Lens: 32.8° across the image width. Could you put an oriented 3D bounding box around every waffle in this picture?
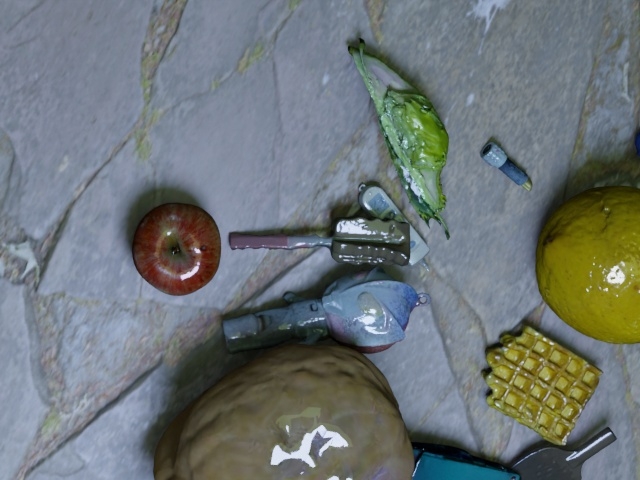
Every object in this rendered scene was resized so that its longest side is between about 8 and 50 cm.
[{"bbox_3d":[0.376,0.250,1.923,0.210,0.055,0.161,30,86,-16],"label":"waffle"}]

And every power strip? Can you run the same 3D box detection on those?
[{"bbox_3d":[0.129,-0.020,1.856,0.047,0.030,0.191,-42,102,-9],"label":"power strip"}]

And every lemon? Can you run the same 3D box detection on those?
[{"bbox_3d":[0.504,0.040,1.842,0.292,0.293,0.293,-1,93,-16],"label":"lemon"}]

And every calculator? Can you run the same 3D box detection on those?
[{"bbox_3d":[0.201,0.474,1.846,0.274,0.058,0.249,15,96,-35],"label":"calculator"}]

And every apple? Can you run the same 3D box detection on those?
[{"bbox_3d":[-0.224,0.011,1.710,0.146,0.131,0.147,0,92,-6],"label":"apple"}]

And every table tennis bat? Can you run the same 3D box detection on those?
[{"bbox_3d":[0.423,0.408,1.928,0.234,0.022,0.131,-36,109,9],"label":"table tennis bat"}]

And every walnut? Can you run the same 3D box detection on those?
[{"bbox_3d":[-0.043,0.340,1.679,0.383,0.383,0.384,-1,93,-16],"label":"walnut"}]

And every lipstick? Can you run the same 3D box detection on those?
[{"bbox_3d":[0.334,-0.126,1.908,0.116,0.037,0.037,37,83,-17],"label":"lipstick"}]

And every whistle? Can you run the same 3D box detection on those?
[{"bbox_3d":[0.014,0.128,1.785,0.346,0.134,0.142,-12,69,-4],"label":"whistle"}]

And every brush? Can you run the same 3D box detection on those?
[{"bbox_3d":[0.000,0.000,1.790,0.300,0.071,0.084,2,55,-3],"label":"brush"}]

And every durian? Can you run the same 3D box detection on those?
[{"bbox_3d":[0.156,-0.174,1.818,0.106,0.132,0.375,-25,95,11],"label":"durian"}]

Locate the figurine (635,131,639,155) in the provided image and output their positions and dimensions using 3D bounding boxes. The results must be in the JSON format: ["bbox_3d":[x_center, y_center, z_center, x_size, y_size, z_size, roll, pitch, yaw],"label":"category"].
[{"bbox_3d":[0.629,-0.194,1.978,0.136,0.079,0.077,-31,98,-36],"label":"figurine"}]
